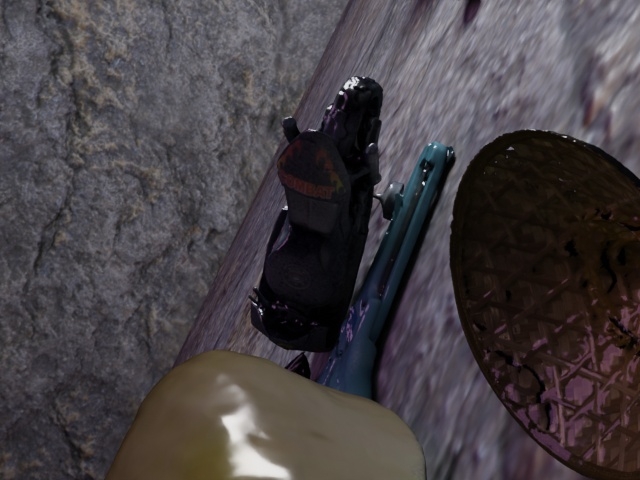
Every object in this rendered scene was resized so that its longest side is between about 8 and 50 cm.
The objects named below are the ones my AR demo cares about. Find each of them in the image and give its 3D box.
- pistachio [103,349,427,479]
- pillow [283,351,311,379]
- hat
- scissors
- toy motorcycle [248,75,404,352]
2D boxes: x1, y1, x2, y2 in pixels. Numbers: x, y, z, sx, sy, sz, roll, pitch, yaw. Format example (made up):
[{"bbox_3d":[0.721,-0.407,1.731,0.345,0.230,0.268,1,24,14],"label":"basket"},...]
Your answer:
[{"bbox_3d":[-0.030,0.164,0.464,0.288,0.197,0.166,34,141,62],"label":"pistachio"},{"bbox_3d":[-0.051,0.179,0.814,0.150,0.048,0.090,-46,17,52],"label":"pillow"},{"bbox_3d":[0.122,0.018,0.330,0.146,0.067,0.146,47,145,47],"label":"hat"},{"bbox_3d":[0.033,0.082,0.675,0.393,0.032,0.180,-67,11,-15],"label":"scissors"},{"bbox_3d":[0.000,0.000,0.745,0.173,0.108,0.307,-58,-18,-49],"label":"toy motorcycle"}]
